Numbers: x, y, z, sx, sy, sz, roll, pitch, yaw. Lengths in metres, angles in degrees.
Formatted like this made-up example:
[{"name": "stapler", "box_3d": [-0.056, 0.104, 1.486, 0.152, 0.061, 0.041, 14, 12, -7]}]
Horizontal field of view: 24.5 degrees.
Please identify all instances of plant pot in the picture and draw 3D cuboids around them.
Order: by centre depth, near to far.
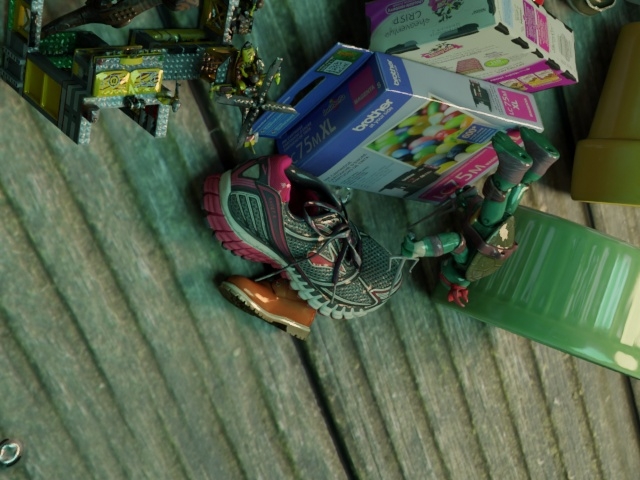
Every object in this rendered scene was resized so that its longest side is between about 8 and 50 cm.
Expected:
[{"name": "plant pot", "box_3d": [0.467, -0.159, 1.941, 0.254, 0.254, 0.239, 4, 91, -40]}]

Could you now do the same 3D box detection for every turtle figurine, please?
[{"name": "turtle figurine", "box_3d": [0.177, -0.021, 1.709, 0.234, 0.118, 0.175, -56, 176, 27]}]

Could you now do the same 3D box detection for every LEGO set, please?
[{"name": "LEGO set", "box_3d": [-0.148, -0.216, 1.421, 0.331, 0.192, 0.255, 0, 117, -41]}]

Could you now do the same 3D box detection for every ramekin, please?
[{"name": "ramekin", "box_3d": [0.304, 0.060, 1.866, 0.303, 0.303, 0.148, 22, 88, -43]}]

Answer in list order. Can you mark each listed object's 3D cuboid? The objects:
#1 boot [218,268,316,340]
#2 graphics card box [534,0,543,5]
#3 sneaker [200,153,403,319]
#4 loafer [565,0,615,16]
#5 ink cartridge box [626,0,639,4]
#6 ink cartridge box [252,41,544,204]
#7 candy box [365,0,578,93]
[{"name": "boot", "box_3d": [-0.055, 0.056, 1.734, 0.158, 0.059, 0.085, 28, 88, -51]}, {"name": "graphics card box", "box_3d": [0.131, -0.384, 1.639, 0.370, 0.094, 0.233, 6, 113, -41]}, {"name": "sneaker", "box_3d": [0.000, 0.000, 1.680, 0.299, 0.112, 0.121, 29, 47, -44]}, {"name": "loafer", "box_3d": [0.358, -0.398, 1.831, 0.094, 0.087, 0.251, -13, 117, -34]}, {"name": "ink cartridge box", "box_3d": [0.473, -0.384, 1.903, 0.072, 0.127, 0.175, -14, 118, -35]}, {"name": "ink cartridge box", "box_3d": [0.086, -0.126, 1.691, 0.311, 0.065, 0.186, 11, 143, -39]}, {"name": "candy box", "box_3d": [0.175, -0.225, 1.679, 0.233, 0.159, 0.071, 18, 65, -57]}]
